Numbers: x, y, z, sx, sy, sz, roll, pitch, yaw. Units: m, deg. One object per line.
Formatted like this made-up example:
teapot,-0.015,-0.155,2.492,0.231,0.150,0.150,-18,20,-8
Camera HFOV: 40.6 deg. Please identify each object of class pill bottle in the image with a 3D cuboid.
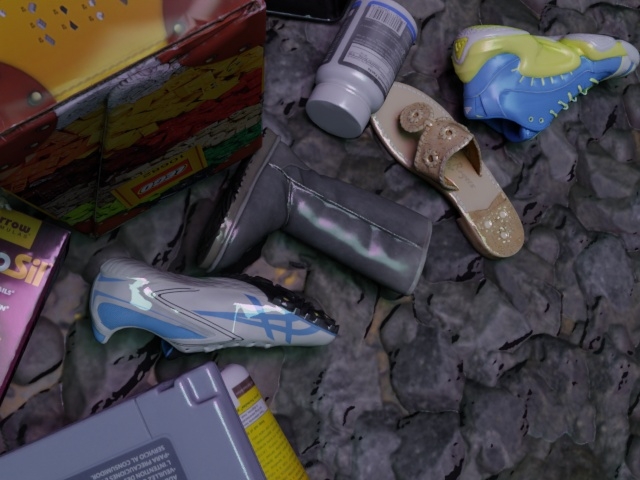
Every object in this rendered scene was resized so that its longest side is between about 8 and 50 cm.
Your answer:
pill bottle,-0.068,0.226,0.762,0.117,0.117,0.215,-30,89,-22
pill bottle,0.042,-0.181,0.909,0.078,0.078,0.137,30,71,-11

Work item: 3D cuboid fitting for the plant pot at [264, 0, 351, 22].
plant pot,-0.046,-0.354,0.869,0.188,0.188,0.166,3,66,-18

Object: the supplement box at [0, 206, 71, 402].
supplement box,-0.298,0.064,0.738,0.104,0.081,0.188,23,72,-13

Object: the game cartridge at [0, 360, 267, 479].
game cartridge,-0.177,0.243,0.690,0.297,0.062,0.198,-24,91,8

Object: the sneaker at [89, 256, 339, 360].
sneaker,-0.098,0.074,0.813,0.237,0.085,0.086,11,101,-20

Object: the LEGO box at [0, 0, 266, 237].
LEGO box,-0.244,-0.276,0.648,0.193,0.372,0.500,-30,87,-6

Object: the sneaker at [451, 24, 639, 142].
sneaker,0.255,-0.173,0.990,0.240,0.091,0.126,0,97,-19

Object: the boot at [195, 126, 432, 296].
boot,0.001,0.000,0.853,0.209,0.076,0.189,35,56,-15

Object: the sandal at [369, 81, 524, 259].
sandal,0.150,-0.087,0.925,0.088,0.079,0.240,-39,92,-22

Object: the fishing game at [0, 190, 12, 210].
fishing game,-0.374,-0.104,0.718,0.264,0.189,0.041,27,112,-20
